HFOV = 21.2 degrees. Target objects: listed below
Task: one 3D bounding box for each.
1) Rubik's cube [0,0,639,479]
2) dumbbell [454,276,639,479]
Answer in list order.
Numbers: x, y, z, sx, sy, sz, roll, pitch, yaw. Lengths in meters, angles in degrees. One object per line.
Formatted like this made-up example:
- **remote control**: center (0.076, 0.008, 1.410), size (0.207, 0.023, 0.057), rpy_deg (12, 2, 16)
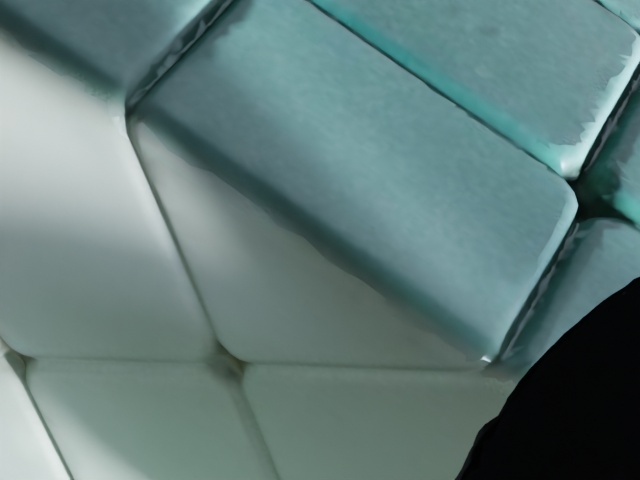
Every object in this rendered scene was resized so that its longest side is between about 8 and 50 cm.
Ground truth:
- **Rubik's cube**: center (0.000, 0.000, 0.772), size (0.322, 0.316, 0.319), rpy_deg (33, 136, 0)
- **dumbbell**: center (0.179, 0.166, 0.469), size (0.203, 0.204, 0.322), rpy_deg (13, 140, 49)
